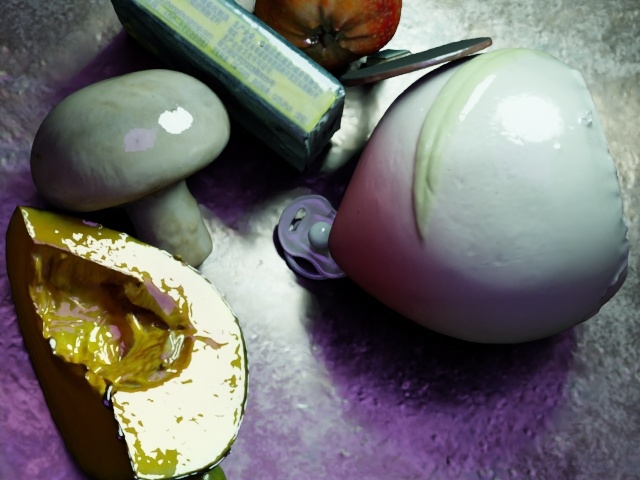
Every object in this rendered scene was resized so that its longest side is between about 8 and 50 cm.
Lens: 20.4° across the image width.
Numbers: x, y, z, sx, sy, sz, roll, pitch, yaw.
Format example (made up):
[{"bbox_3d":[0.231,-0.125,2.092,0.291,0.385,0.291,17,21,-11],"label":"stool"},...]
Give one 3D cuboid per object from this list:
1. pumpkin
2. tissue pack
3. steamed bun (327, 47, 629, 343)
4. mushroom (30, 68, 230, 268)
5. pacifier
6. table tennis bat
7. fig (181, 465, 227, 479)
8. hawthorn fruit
[{"bbox_3d":[-0.184,0.107,1.735,0.169,0.148,0.312,-15,70,-31],"label":"pumpkin"},{"bbox_3d":[-0.092,-0.189,1.822,0.257,0.185,0.081,38,84,5],"label":"tissue pack"},{"bbox_3d":[0.145,-0.034,1.767,0.309,0.309,0.309,3,69,-9],"label":"steamed bun"},{"bbox_3d":[-0.192,-0.073,1.772,0.206,0.206,0.209,8,109,-8],"label":"mushroom"},{"bbox_3d":[0.000,0.000,1.833,0.099,0.078,0.081,32,88,1],"label":"pacifier"},{"bbox_3d":[0.088,-0.184,1.820,0.154,0.274,0.021,-17,99,-7],"label":"table tennis bat"},{"bbox_3d":[-0.164,0.240,1.715,0.166,0.093,0.093,12,67,13],"label":"fig"},{"bbox_3d":[0.013,-0.286,1.912,0.163,0.162,0.203,12,49,-6],"label":"hawthorn fruit"}]
